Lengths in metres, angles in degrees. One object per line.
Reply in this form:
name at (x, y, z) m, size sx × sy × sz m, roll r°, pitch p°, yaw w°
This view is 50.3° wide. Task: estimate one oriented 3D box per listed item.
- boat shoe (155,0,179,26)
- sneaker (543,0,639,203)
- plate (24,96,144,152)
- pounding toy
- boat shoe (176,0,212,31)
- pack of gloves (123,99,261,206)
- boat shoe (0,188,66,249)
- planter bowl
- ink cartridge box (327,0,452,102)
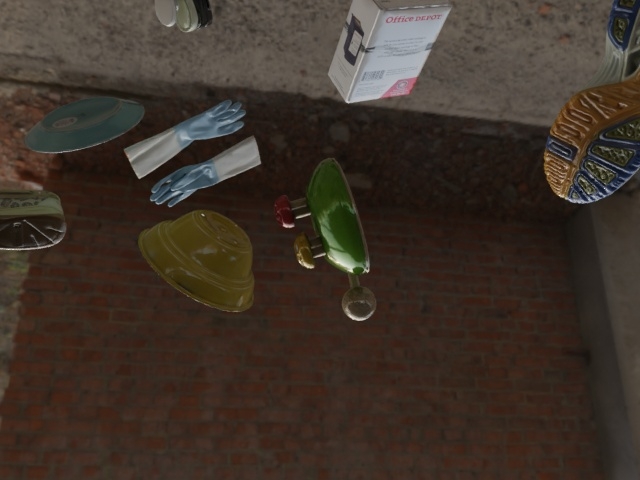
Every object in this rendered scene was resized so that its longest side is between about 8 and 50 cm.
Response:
boat shoe at (-0.423, -0.663, 1.880) m, size 0.066 × 0.184 × 0.063 m, roll -39°, pitch 154°, yaw 29°
sneaker at (0.362, -0.175, 0.777) m, size 0.131 × 0.112 × 0.296 m, roll -26°, pitch 143°, yaw -44°
plate at (-0.370, -0.190, 1.064) m, size 0.188 × 0.188 × 0.024 m, roll -4°, pitch 124°, yaw 9°
pounding toy at (0.000, 0.000, 1.035) m, size 0.110 × 0.183 × 0.236 m, roll -17°, pitch 119°, yaw -4°
boat shoe at (-0.391, -0.788, 1.999) m, size 0.113 × 0.339 × 0.127 m, roll -21°, pitch -174°, yaw -42°
pack of gloves at (-0.236, -0.168, 1.275) m, size 0.232 × 0.046 × 0.195 m, roll -28°, pitch 150°, yaw -12°
boat shoe at (-0.566, -0.037, 1.103) m, size 0.285 × 0.089 × 0.104 m, roll 2°, pitch 134°, yaw -31°
planter bowl at (-0.179, 0.012, 1.117) m, size 0.217 × 0.217 × 0.090 m, roll 22°, pitch 110°, yaw -39°
ink cartridge box at (0.137, -0.411, 1.402) m, size 0.172 × 0.100 × 0.237 m, roll -14°, pitch 150°, yaw -27°
